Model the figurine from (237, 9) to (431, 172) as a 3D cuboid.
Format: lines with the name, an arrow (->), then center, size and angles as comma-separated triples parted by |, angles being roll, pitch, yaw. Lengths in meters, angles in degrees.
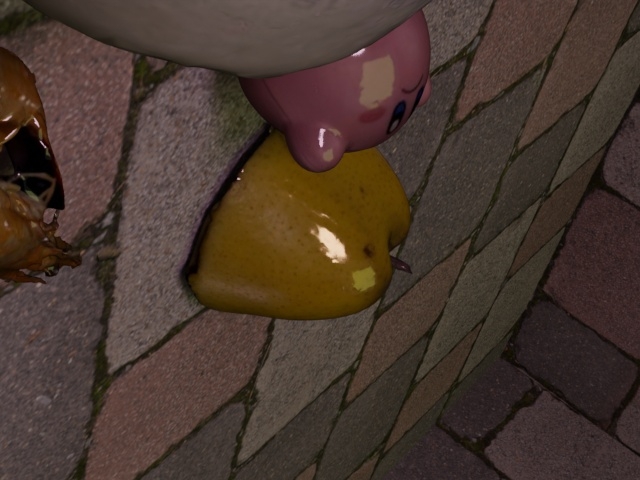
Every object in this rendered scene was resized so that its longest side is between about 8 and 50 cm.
figurine -> 0.012, -0.156, 0.985 | 0.173, 0.173, 0.173 | -46, 160, -23

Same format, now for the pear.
pear -> 0.001, -0.002, 1.224 | 0.267, 0.178, 0.267 | -43, 154, -27

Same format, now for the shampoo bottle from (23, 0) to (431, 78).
shampoo bottle -> -0.030, -0.247, 0.498 | 0.322, 0.322, 0.317 | -31, 160, -49

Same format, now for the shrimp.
shrimp -> -0.223, -0.045, 0.801 | 0.152, 0.063, 0.287 | -64, 160, -5
